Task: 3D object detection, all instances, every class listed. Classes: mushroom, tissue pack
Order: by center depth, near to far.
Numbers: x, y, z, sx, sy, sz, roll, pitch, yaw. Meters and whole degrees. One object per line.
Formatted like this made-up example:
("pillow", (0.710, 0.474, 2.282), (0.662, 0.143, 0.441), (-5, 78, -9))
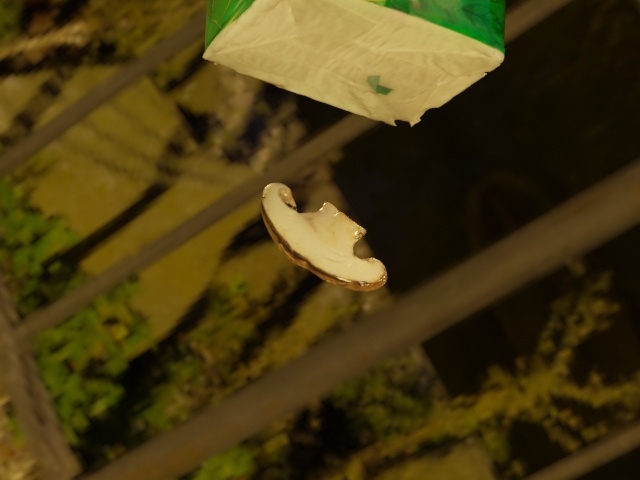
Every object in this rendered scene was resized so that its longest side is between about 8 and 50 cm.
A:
("tissue pack", (0.035, -0.201, 1.057), (0.148, 0.156, 0.209), (18, 59, -28))
("mushroom", (0.000, 0.000, 1.222), (0.101, 0.019, 0.049), (40, 66, 13))
